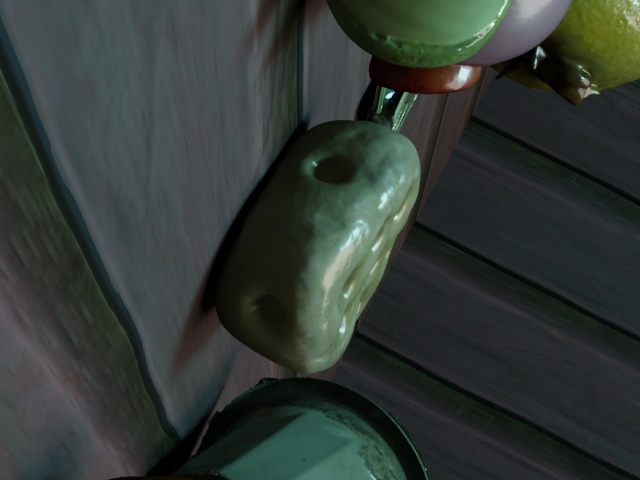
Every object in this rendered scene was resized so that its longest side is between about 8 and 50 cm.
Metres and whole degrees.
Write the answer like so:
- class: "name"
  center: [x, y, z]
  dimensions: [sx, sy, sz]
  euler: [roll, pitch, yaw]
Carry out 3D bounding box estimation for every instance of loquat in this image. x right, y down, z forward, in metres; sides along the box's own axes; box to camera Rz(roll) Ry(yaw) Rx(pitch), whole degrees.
- class: "loquat"
  center: [0.260, -0.269, 1.770]
  dimensions: [0.275, 0.275, 0.275]
  euler: [-61, 174, -11]

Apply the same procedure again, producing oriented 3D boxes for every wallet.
- class: "wallet"
  center: [0.078, -0.155, 1.815]
  dimensions: [0.155, 0.039, 0.110]
  euler: [93, 22, -76]

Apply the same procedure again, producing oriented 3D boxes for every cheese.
- class: "cheese"
  center: [0.000, 0.000, 1.463]
  dimensions: [0.218, 0.117, 0.235]
  euler: [-64, 173, -2]

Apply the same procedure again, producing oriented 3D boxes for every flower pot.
- class: "flower pot"
  center: [-0.053, 0.293, 1.694]
  dimensions: [0.290, 0.290, 0.259]
  euler: [-64, 163, 17]

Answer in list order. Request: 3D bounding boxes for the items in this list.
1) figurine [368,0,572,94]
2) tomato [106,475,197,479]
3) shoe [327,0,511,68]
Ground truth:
- class: "figurine"
  center: [0.097, -0.201, 1.187]
  dimensions: [0.173, 0.173, 0.173]
  euler: [-61, 174, -11]
- class: "tomato"
  center: [-0.123, 0.297, 1.154]
  dimensions: [0.303, 0.239, 0.303]
  euler: [-160, -90, -86]
- class: "shoe"
  center: [0.065, -0.218, 1.021]
  dimensions: [0.128, 0.140, 0.262]
  euler: [-67, 173, -61]
